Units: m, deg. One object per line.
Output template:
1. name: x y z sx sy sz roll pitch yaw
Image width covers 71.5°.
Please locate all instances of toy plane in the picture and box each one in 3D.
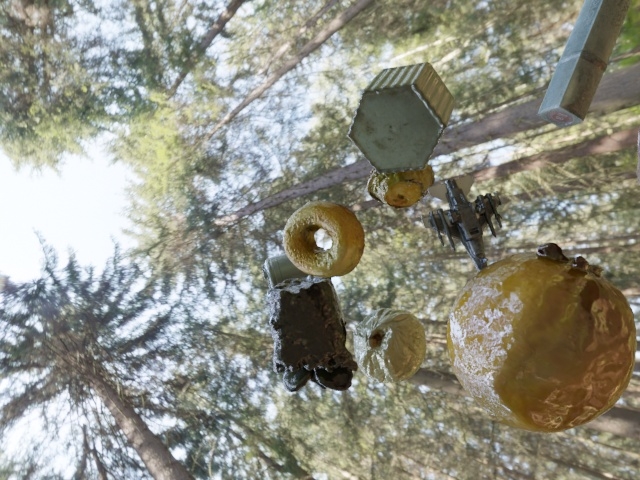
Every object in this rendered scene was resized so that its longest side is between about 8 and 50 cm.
1. toy plane: 0.278 -0.025 0.832 0.159 0.082 0.234 -18 -110 -3

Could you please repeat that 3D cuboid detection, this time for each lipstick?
1. lipstick: 0.555 -0.386 0.932 0.076 0.077 0.290 23 -93 -10

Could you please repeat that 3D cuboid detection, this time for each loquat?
1. loquat: 0.281 0.127 0.586 0.193 0.238 0.238 24 -107 -18

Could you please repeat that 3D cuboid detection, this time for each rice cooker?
1. rice cooker: -0.067 0.142 1.522 0.226 0.241 0.281 -17 -63 -5

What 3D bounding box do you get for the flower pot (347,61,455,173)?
1. flower pot: 0.201 -0.299 1.085 0.209 0.239 0.190 26 -141 5

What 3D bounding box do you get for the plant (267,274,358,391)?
1. plant: -0.021 0.227 1.089 0.198 0.188 0.276 -13 -89 8

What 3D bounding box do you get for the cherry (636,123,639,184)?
1. cherry: 0.452 -0.092 0.434 0.206 0.239 0.239 -32 -76 -2

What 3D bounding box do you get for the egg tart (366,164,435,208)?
1. egg tart: 0.247 -0.165 1.359 0.212 0.212 0.090 22 -132 -29

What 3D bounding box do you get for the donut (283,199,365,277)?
1. donut: 0.000 0.000 0.906 0.065 0.178 0.162 -11 -76 -56

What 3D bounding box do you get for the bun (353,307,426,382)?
1. bun: 0.178 0.283 1.233 0.134 0.220 0.221 42 -117 -46
